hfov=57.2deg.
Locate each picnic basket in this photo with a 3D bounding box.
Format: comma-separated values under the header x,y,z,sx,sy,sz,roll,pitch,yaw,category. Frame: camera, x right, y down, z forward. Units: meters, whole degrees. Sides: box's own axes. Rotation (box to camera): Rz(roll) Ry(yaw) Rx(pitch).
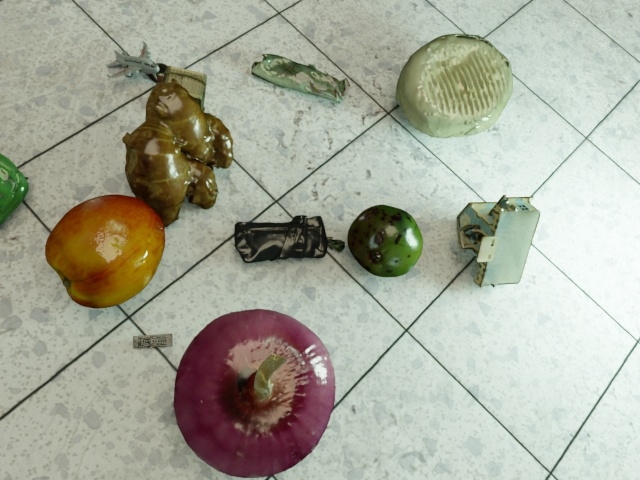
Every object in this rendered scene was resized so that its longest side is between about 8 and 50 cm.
x,y,z,sx,sy,sz,roll,pitch,yaw,category
-0.377,-0.399,1.623,0.115,0.164,0.080,11,72,-9,picnic basket

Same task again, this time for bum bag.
x,y,z,sx,sy,sz,roll,pitch,yaw,category
-0.103,-0.002,1.550,0.248,0.060,0.123,-5,71,-9,bum bag

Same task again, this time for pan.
x,y,z,sx,sy,sz,roll,pitch,yaw,category
-0.447,-0.493,1.726,0.115,0.023,0.069,6,63,-10,pan

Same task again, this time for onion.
x,y,z,sx,sy,sz,roll,pitch,yaw,category
-0.150,0.327,1.262,0.358,0.345,0.359,-1,85,17,onion

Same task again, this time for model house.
x,y,z,sx,sy,sz,roll,pitch,yaw,category
0.471,-0.024,1.641,0.178,0.271,0.206,-3,31,-11,model house

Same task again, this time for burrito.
x,y,z,sx,sy,sz,roll,pitch,yaw,category
-0.062,-0.498,1.798,0.309,0.066,0.096,17,65,-2,burrito

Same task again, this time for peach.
x,y,z,sx,sy,sz,roll,pitch,yaw,category
-0.482,0.018,1.356,0.280,0.238,0.281,-13,31,8,peach

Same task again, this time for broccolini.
x,y,z,sx,sy,sz,roll,pitch,yaw,category
0.000,0.000,1.604,0.139,0.030,0.035,15,99,-1,broccolini

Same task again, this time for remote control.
x,y,z,sx,sy,sz,roll,pitch,yaw,category
-0.398,0.240,1.396,0.091,0.016,0.034,-1,81,-13,remote control

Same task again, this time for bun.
x,y,z,sx,sy,sz,roll,pitch,yaw,category
0.409,-0.458,1.817,0.359,0.211,0.360,1,71,-3,bun

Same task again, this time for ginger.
x,y,z,sx,sy,sz,roll,pitch,yaw,category
-0.371,-0.212,1.516,0.274,0.152,0.358,34,70,-43,ginger

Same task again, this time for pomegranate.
x,y,z,sx,sy,sz,roll,pitch,yaw,category
0.183,-0.009,1.574,0.202,0.202,0.248,35,32,5,pomegranate

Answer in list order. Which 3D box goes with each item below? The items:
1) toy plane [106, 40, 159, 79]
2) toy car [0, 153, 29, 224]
x,y,z,sx,sy,sz,roll,pitch,yaw,category
-0.527,-0.505,1.683,0.171,0.066,0.162,24,61,18,toy plane
-0.892,-0.175,1.384,0.358,0.176,0.213,30,63,1,toy car
